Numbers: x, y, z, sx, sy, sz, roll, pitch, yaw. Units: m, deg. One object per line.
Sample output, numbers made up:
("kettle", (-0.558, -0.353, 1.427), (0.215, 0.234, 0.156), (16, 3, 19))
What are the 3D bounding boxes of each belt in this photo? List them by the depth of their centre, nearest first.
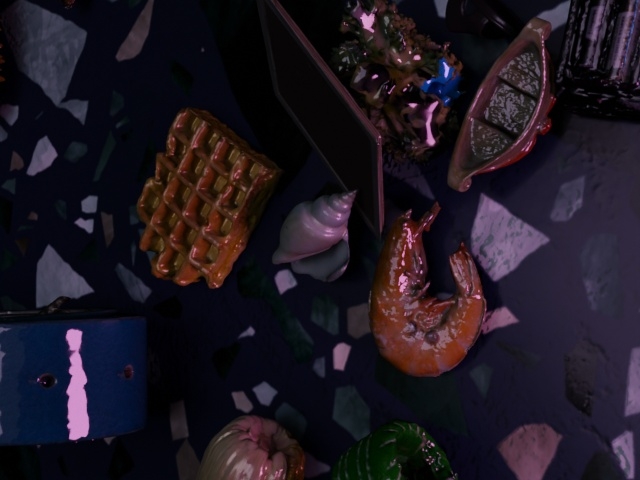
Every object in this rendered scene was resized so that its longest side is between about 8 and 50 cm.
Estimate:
("belt", (-0.412, 0.162, 1.197), (0.437, 0.300, 0.173), (-7, 83, 33))

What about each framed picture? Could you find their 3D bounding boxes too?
("framed picture", (0.003, -0.137, 1.016), (0.014, 0.197, 0.252), (-28, 62, -10))

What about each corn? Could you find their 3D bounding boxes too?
("corn", (-0.117, 0.344, 1.096), (0.123, 0.122, 0.305), (34, 107, 32))

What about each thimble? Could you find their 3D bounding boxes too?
("thimble", (0.078, 0.249, 0.971), (0.090, 0.130, 0.118), (-39, 48, 25))

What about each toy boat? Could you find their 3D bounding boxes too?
("toy boat", (0.187, -0.130, 0.951), (0.089, 0.071, 0.185), (34, 107, 30))

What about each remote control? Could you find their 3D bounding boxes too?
("remote control", (0.309, -0.313, 0.885), (0.145, 0.062, 0.398), (13, 95, 34))

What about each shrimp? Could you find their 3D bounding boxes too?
("shrimp", (0.115, 0.052, 1.010), (0.132, 0.052, 0.187), (4, 97, 22))

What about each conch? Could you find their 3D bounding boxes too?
("conch", (0.002, -0.006, 1.068), (0.088, 0.065, 0.180), (39, 139, -4))

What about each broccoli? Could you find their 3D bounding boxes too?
("broccoli", (0.072, -0.162, 0.979), (0.154, 0.160, 0.167), (12, 104, 10))

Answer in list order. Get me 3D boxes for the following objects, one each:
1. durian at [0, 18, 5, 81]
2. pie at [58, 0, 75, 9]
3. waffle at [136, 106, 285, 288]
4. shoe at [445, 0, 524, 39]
("durian", (-0.543, -0.333, 1.436), (0.191, 0.112, 0.341), (-27, 81, 20))
("pie", (-0.368, -0.412, 1.363), (0.088, 0.033, 0.191), (-40, 64, 9))
("waffle", (-0.156, -0.041, 1.186), (0.160, 0.055, 0.211), (40, 110, 28))
("shoe", (0.150, -0.243, 0.991), (0.053, 0.062, 0.159), (-50, 58, 25))
